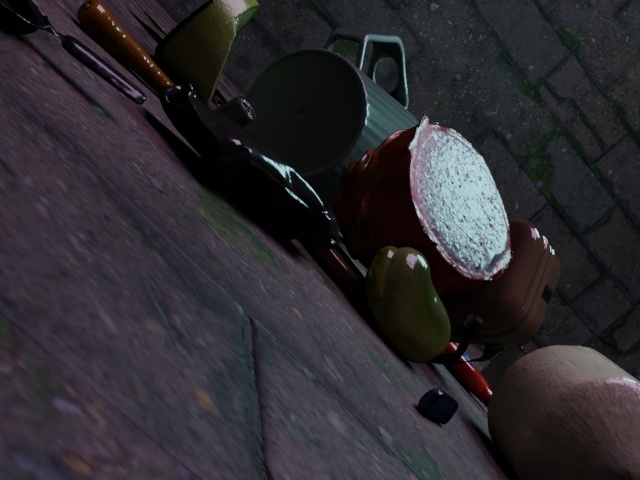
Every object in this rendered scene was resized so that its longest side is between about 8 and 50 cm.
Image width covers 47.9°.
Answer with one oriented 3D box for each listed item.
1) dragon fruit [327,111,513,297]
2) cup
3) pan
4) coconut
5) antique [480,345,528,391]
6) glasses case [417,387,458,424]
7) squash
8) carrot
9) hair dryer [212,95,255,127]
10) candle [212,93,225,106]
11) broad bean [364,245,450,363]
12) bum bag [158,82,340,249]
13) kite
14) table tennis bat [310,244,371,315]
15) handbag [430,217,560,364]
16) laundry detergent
[{"bbox_3d":[0.150,-0.036,1.207,0.305,0.225,0.305,25,54,-40],"label":"dragon fruit"},{"bbox_3d":[0.033,-0.246,1.515,0.392,0.310,0.401,25,56,-66],"label":"cup"},{"bbox_3d":[-0.236,-0.181,0.572,0.235,0.028,0.136,41,9,-31],"label":"pan"},{"bbox_3d":[0.386,0.290,1.075,0.237,0.237,0.266,47,1,-14],"label":"coconut"},{"bbox_3d":[0.460,0.346,1.665,0.147,0.152,0.148,47,8,-3],"label":"antique"},{"bbox_3d":[0.136,0.190,0.839,0.023,0.033,0.083,39,-1,34],"label":"glasses case"},{"bbox_3d":[-0.184,-0.365,1.310,0.133,0.220,0.220,44,6,-9],"label":"squash"},{"bbox_3d":[-0.235,-0.233,0.921,0.190,0.037,0.037,44,7,-48],"label":"carrot"},{"bbox_3d":[-0.125,-0.144,1.074,0.047,0.071,0.150,38,27,-54],"label":"hair dryer"},{"bbox_3d":[-0.263,-0.348,1.589,0.167,0.021,0.026,47,6,-8],"label":"candle"},{"bbox_3d":[0.126,0.089,1.032,0.124,0.082,0.174,-22,87,-42],"label":"broad bean"},{"bbox_3d":[-0.072,-0.069,0.861,0.326,0.080,0.142,38,4,-46],"label":"bum bag"},{"bbox_3d":[-0.296,-0.408,1.678,0.327,0.013,0.377,49,1,44],"label":"kite"},{"bbox_3d":[0.000,0.000,1.142,0.310,0.038,0.200,53,5,20],"label":"table tennis bat"},{"bbox_3d":[0.260,0.102,1.315,0.302,0.283,0.149,-2,-37,42],"label":"handbag"},{"bbox_3d":[0.302,0.274,1.495,0.165,0.049,0.097,52,3,16],"label":"laundry detergent"}]
